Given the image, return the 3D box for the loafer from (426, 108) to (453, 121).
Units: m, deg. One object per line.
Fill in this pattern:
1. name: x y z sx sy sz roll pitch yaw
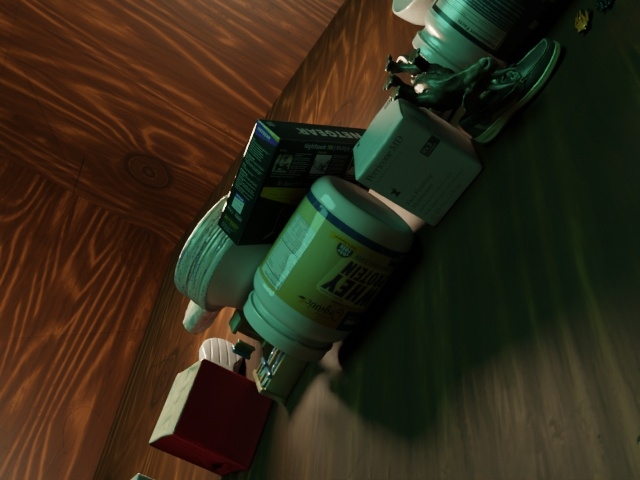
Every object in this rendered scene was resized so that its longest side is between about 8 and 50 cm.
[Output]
1. loafer: 0.252 -0.306 1.724 0.220 0.078 0.080 -62 16 -2

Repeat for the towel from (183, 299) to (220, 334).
1. towel: -0.235 0.049 2.163 0.320 0.090 0.374 -58 10 19

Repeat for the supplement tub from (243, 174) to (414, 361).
1. supplement tub: 0.010 0.056 1.580 0.316 0.228 0.228 -57 17 15

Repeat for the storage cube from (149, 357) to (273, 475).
1. storage cube: -0.246 0.403 1.836 0.184 0.193 0.215 -35 31 56

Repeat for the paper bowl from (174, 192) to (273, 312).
1. paper bowl: -0.177 0.035 1.787 0.284 0.148 0.284 -52 -15 -21

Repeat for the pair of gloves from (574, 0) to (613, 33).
1. pair of gloves: 0.461 -0.390 1.360 0.083 0.010 0.074 -45 21 37

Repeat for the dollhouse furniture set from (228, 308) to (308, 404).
1. dollhouse furniture set: -0.136 0.247 1.778 0.129 0.184 0.129 -60 16 4

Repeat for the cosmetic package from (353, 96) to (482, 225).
1. cosmetic package: 0.177 -0.155 1.512 0.151 0.184 0.151 -54 17 24

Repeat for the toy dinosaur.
1. toy dinosaur: 0.202 -0.278 1.462 0.121 0.160 0.313 -69 18 1

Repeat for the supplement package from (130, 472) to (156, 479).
1. supplement package: -0.292 0.581 1.581 0.139 0.244 0.134 -44 24 43

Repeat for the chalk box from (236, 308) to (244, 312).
1. chalk box: -0.115 0.126 2.011 0.213 0.132 0.132 -39 27 49

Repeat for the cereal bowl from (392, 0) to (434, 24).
1. cereal bowl: 0.329 -0.676 2.000 0.339 0.141 0.339 -52 18 25

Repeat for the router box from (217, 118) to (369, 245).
1. router box: -0.031 -0.113 1.638 0.081 0.309 0.243 44 121 36

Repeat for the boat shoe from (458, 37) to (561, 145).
1. boat shoe: 0.332 -0.270 1.434 0.223 0.073 0.080 -52 18 28

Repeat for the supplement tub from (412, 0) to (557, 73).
1. supplement tub: 0.323 -0.444 1.543 0.272 0.191 0.191 -53 18 25

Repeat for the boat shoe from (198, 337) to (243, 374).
1. boat shoe: -0.280 0.364 2.125 0.335 0.121 0.119 -98 29 -73
